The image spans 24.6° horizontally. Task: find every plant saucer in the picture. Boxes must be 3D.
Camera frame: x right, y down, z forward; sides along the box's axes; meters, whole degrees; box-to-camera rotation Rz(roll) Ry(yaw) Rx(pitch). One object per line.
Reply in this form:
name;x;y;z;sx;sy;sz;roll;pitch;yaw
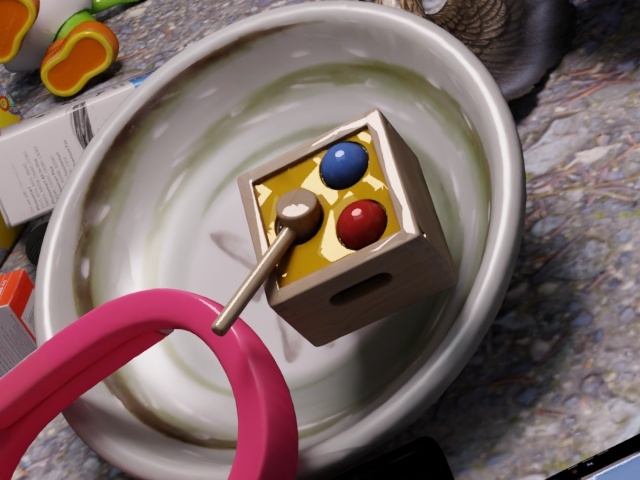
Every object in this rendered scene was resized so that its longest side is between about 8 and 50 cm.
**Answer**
plant saucer;-0.025;0.010;1.106;0.400;0.100;0.400;-13;59;23

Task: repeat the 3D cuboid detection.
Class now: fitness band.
fitness band;-0.142;0.160;0.999;0.291;0.054;0.209;-36;60;19

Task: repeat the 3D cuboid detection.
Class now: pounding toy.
pounding toy;0.000;0.000;0.971;0.141;0.100;0.130;-26;54;14

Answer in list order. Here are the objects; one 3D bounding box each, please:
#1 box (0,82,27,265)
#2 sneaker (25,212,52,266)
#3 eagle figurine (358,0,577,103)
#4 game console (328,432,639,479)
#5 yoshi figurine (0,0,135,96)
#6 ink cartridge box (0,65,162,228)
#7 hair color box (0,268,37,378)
box;-0.483;-0.098;1.514;0.290;0.279;0.177;-9;38;28
sneaker;-0.219;0.015;1.358;0.166;0.065;0.076;-6;46;38
eagle figurine;0.083;-0.172;1.302;0.226;0.225;0.298;33;20;14
game console;0.137;0.169;0.878;0.361;0.044;0.213;-26;32;5
yoshi figurine;-0.308;-0.338;1.813;0.203;0.203;0.362;-9;32;3
ink cartridge box;-0.224;-0.094;1.420;0.203;0.086;0.148;-23;12;-10
hair color box;-0.312;0.093;1.290;0.167;0.093;0.053;-16;34;20
